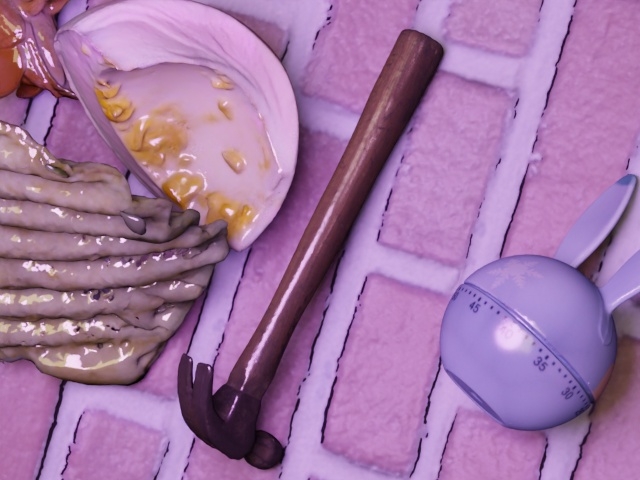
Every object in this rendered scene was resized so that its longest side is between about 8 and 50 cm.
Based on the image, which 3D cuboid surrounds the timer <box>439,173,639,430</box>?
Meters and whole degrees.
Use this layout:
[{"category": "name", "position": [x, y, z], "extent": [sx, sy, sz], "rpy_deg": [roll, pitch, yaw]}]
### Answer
[{"category": "timer", "position": [0.227, 0.070, 1.571], "extent": [0.255, 0.175, 0.175], "rpy_deg": [-26, 77, -20]}]

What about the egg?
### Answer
[{"category": "egg", "position": [-0.118, -0.141, 1.635], "extent": [0.162, 0.206, 0.271], "rpy_deg": [-42, 117, -16]}]

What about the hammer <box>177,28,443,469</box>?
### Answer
[{"category": "hammer", "position": [0.000, 0.000, 1.640], "extent": [0.044, 0.168, 0.440], "rpy_deg": [21, 80, 36]}]

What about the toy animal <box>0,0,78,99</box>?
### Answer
[{"category": "toy animal", "position": [-0.315, -0.192, 1.757], "extent": [0.179, 0.089, 0.188], "rpy_deg": [-39, 76, 25]}]

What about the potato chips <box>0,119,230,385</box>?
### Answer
[{"category": "potato chips", "position": [-0.282, -0.006, 1.586], "extent": [0.389, 0.373, 0.097], "rpy_deg": [18, 55, -8]}]
